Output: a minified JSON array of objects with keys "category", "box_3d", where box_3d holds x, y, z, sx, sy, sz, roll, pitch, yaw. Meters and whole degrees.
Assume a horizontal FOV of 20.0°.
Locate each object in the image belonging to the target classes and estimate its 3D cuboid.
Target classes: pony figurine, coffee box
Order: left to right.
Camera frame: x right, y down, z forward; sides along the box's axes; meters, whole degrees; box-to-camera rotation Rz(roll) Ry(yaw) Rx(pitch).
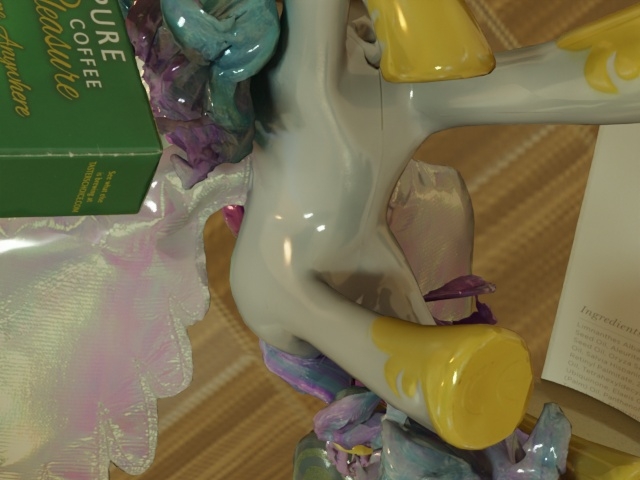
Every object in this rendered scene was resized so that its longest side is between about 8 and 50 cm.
[{"category":"coffee box","box_3d":[-0.154,-0.058,0.615,0.184,0.040,0.113,-3,53,-25]},{"category":"pony figurine","box_3d":[0.000,0.000,0.773,0.302,0.363,0.351,-7,113,-32]}]

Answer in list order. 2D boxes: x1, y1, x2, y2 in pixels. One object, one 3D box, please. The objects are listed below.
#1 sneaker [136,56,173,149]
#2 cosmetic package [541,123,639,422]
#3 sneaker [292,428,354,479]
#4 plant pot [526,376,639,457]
[{"category":"sneaker","box_3d":[-0.042,-0.118,1.009,0.235,0.090,0.095,-34,52,44]},{"category":"cosmetic package","box_3d":[0.325,0.003,1.571,0.161,0.230,0.453,23,131,20]},{"category":"sneaker","box_3d":[0.002,0.324,1.677,0.111,0.121,0.300,-4,87,38]},{"category":"plant pot","box_3d":[0.168,0.234,1.103,0.191,0.284,0.284,8,84,44]}]
